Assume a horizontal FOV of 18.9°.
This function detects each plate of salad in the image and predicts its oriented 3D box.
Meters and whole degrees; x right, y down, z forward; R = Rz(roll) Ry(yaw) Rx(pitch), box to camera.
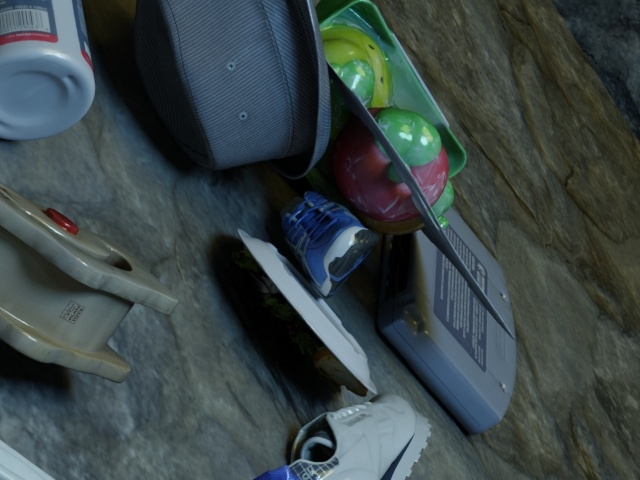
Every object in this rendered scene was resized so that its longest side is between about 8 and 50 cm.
[{"bbox_3d":[-0.019,0.070,1.771,0.200,0.048,0.200,49,3,-3],"label":"plate of salad"}]

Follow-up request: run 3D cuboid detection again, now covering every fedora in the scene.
[{"bbox_3d":[-0.094,-0.174,1.760,0.244,0.124,0.275,40,-35,53],"label":"fedora"}]

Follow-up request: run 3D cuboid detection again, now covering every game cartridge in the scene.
[{"bbox_3d":[0.143,0.074,2.116,0.196,0.060,0.294,45,26,-21],"label":"game cartridge"}]

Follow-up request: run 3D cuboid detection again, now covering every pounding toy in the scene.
[{"bbox_3d":[-0.234,0.044,1.362,0.154,0.155,0.269,37,3,24],"label":"pounding toy"}]

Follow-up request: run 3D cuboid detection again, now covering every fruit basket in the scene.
[{"bbox_3d":[0.069,-0.097,1.910,0.327,0.165,0.353,55,-5,-30],"label":"fruit basket"}]

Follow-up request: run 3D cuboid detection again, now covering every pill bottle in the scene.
[{"bbox_3d":[-0.246,-0.180,1.565,0.108,0.108,0.180,34,33,-45],"label":"pill bottle"}]

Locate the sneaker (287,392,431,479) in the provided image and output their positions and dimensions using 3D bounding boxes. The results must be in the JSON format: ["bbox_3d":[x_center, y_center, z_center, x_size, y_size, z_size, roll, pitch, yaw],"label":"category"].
[{"bbox_3d":[0.030,0.183,1.714,0.095,0.090,0.235,45,22,-5],"label":"sneaker"}]

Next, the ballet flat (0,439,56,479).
[{"bbox_3d":[-0.164,0.215,1.239,0.400,0.139,0.139,45,26,-28],"label":"ballet flat"}]

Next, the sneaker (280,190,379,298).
[{"bbox_3d":[0.000,0.000,1.847,0.081,0.080,0.211,43,-5,-7],"label":"sneaker"}]

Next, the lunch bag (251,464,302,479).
[{"bbox_3d":[0.002,0.320,1.464,0.221,0.138,0.293,68,12,23],"label":"lunch bag"}]
